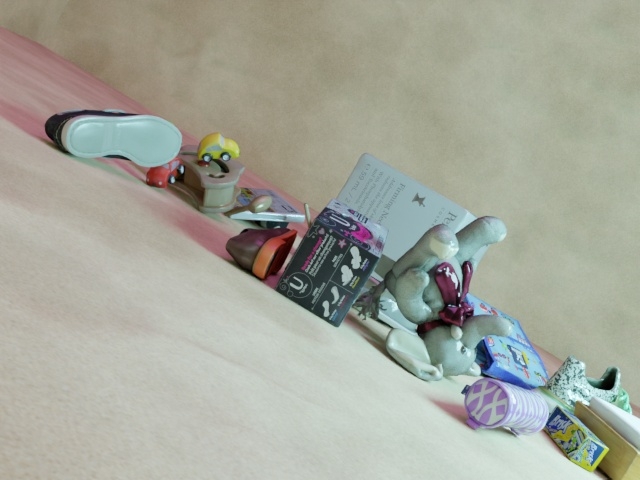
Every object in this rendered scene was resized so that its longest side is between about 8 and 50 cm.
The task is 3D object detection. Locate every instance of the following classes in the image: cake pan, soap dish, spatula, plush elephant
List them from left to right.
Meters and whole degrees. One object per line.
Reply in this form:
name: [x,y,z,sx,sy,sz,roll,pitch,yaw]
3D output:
cake pan: [0.116,0.124,1.893,0.293,0.054,0.293,30,5,-3]
spatula: [0.179,0.137,1.705,0.242,0.168,0.019,34,34,-9]
plush elephant: [0.239,0.141,1.528,0.255,0.330,0.272,58,27,15]
soap dish: [0.666,0.450,1.619,0.291,0.118,0.229,30,6,-17]

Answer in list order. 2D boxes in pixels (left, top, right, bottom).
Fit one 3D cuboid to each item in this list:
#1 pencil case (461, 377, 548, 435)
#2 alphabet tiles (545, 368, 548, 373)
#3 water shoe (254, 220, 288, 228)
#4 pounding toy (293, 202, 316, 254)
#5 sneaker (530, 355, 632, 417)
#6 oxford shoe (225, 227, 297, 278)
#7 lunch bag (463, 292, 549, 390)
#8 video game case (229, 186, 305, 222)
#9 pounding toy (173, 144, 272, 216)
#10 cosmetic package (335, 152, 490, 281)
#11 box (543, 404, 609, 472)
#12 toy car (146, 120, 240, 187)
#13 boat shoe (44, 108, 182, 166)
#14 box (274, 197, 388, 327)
pencil case: [0.318,0.288,1.362,0.086,0.088,0.206,26,2,40]
alphabet tiles: [0.628,0.364,2.689,0.284,0.021,0.278,30,5,-10]
water shoe: [-0.137,-0.074,2.229,0.080,0.072,0.203,29,4,13]
pounding toy: [0.000,0.000,2.001,0.100,0.130,0.141,35,7,40]
sneaker: [0.655,0.383,1.817,0.410,0.182,0.158,28,6,-30]
oxford shoe: [-0.112,0.006,1.562,0.098,0.096,0.271,26,5,5]
lunch bag: [0.440,0.287,1.987,0.221,0.138,0.293,29,18,-29]
video game case: [-0.178,-0.097,2.109,0.206,0.026,0.227,3,19,-28]
pounding toy: [-0.263,-0.107,1.878,0.270,0.154,0.154,23,31,20]
cosmetic package: [0.260,-0.011,2.453,0.394,0.329,0.327,33,5,28]
box: [0.500,0.388,1.582,0.054,0.059,0.169,33,5,-8]
toy car: [-0.333,-0.223,1.842,0.239,0.053,0.225,-26,45,-29]
boat shoe: [-0.418,-0.219,1.646,0.091,0.114,0.303,24,10,34]
box: [0.027,0.032,1.537,0.142,0.163,0.247,30,15,0]
